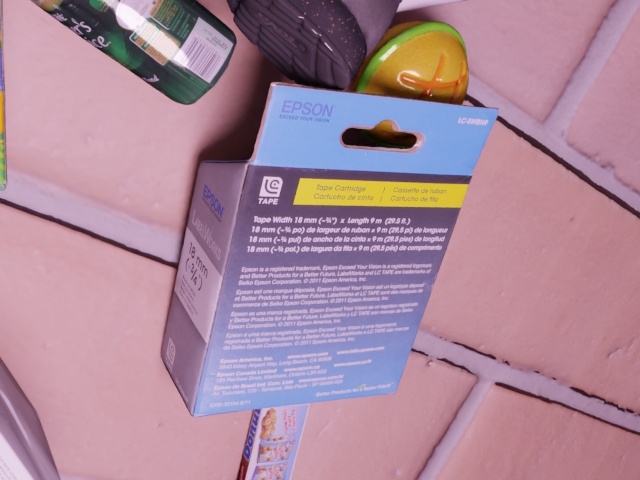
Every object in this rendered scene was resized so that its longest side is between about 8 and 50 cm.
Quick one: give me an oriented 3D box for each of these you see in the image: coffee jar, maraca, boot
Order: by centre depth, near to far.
[{"bbox_3d":[-0.160,-0.187,0.614,0.184,0.096,0.079,34,93,-36],"label":"coffee jar"},{"bbox_3d":[-0.037,-0.304,0.631,0.338,0.118,0.223,45,69,-25],"label":"boot"},{"bbox_3d":[0.091,-0.140,0.786,0.127,0.099,0.186,-27,149,-7],"label":"maraca"}]

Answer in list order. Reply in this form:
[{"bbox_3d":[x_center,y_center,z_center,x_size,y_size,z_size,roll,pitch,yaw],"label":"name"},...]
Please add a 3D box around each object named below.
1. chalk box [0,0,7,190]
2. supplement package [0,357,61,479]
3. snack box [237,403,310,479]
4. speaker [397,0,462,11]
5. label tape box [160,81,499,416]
[{"bbox_3d":[-0.296,-0.107,0.551,0.132,0.132,0.213,-3,113,-29],"label":"chalk box"},{"bbox_3d":[-0.321,0.137,0.606,0.145,0.204,0.262,-28,124,-17],"label":"supplement package"},{"bbox_3d":[-0.049,0.212,0.914,0.064,0.022,0.178,2,111,-32],"label":"snack box"},{"bbox_3d":[0.083,-0.246,0.752,0.136,0.055,0.055,-17,120,-23],"label":"speaker"},{"bbox_3d":[0.000,0.000,0.768,0.240,0.106,0.334,0,119,-31],"label":"label tape box"}]
